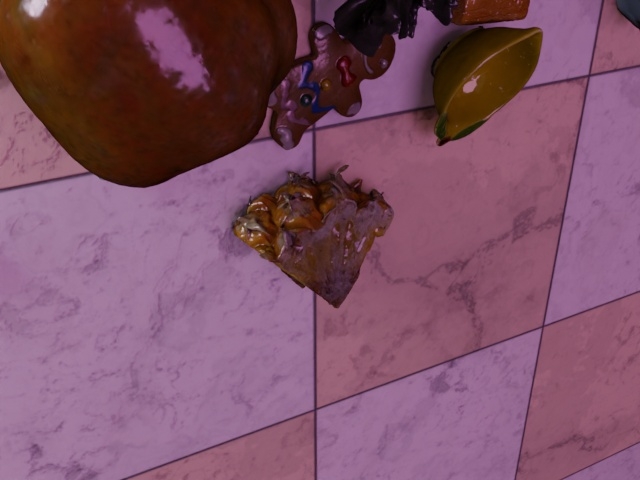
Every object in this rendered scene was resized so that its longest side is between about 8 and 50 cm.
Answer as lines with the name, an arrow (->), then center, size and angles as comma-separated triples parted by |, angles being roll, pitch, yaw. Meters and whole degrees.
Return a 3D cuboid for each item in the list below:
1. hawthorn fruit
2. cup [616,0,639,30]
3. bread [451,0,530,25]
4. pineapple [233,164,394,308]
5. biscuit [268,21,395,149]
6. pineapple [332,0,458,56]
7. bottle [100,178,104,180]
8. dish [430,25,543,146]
hawthorn fruit -> -0.176, -0.208, 0.698 | 0.268, 0.268, 0.301 | -44, 129, -2
cup -> 0.560, -0.422, 1.119 | 0.235, 0.134, 0.148 | -37, 156, 3
bread -> 0.226, -0.330, 1.011 | 0.132, 0.053, 0.074 | -15, 127, -24
pineapple -> 0.000, 0.000, 1.027 | 0.236, 0.114, 0.186 | -10, 121, -30
biscuit -> 0.013, -0.212, 0.966 | 0.205, 0.031, 0.138 | -32, 128, -13
pineapple -> 0.146, -0.336, 0.888 | 0.310, 0.170, 0.141 | -41, 145, -15
bottle -> -0.251, -0.111, 0.862 | 0.030, 0.030, 0.083 | -17, 125, -22
dish -> 0.210, -0.228, 1.028 | 0.148, 0.080, 0.208 | 1, 139, -51
